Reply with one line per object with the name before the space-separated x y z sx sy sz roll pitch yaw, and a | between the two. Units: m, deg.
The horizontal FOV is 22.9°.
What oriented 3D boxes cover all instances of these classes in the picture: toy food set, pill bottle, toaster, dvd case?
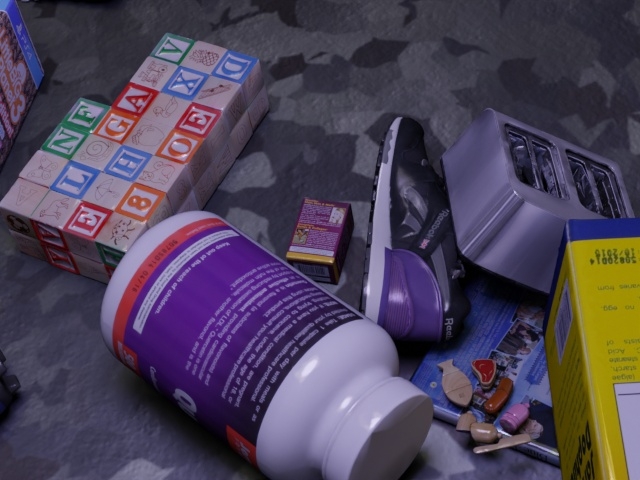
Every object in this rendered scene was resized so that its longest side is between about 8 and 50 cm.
toy food set | 0.165 0.162 1.550 0.078 0.019 0.122 -13 44 -1
pill bottle | -0.052 0.117 1.544 0.323 0.181 0.181 34 65 29
toaster | 0.218 -0.030 1.602 0.168 0.110 0.185 20 38 -21
dvd case | 0.233 0.135 1.585 0.253 0.022 0.180 20 58 22

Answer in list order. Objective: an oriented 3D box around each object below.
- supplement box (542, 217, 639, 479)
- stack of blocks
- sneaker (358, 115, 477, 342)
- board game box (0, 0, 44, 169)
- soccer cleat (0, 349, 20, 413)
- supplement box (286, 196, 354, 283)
supplement box | 0.322 0.174 1.409 0.194 0.195 0.356 -2 56 -1
stack of blocks | -0.205 -0.097 1.788 0.171 0.087 0.297 19 59 22
sneaker | 0.112 -0.007 1.668 0.124 0.107 0.283 7 53 1
board game box | -0.491 -0.145 1.836 0.232 0.141 0.291 7 55 14
soccer cleat | -0.430 0.096 1.679 0.121 0.093 0.289 -36 55 -9
supplement box | 0.000 0.000 1.710 0.055 0.043 0.083 8 56 15
